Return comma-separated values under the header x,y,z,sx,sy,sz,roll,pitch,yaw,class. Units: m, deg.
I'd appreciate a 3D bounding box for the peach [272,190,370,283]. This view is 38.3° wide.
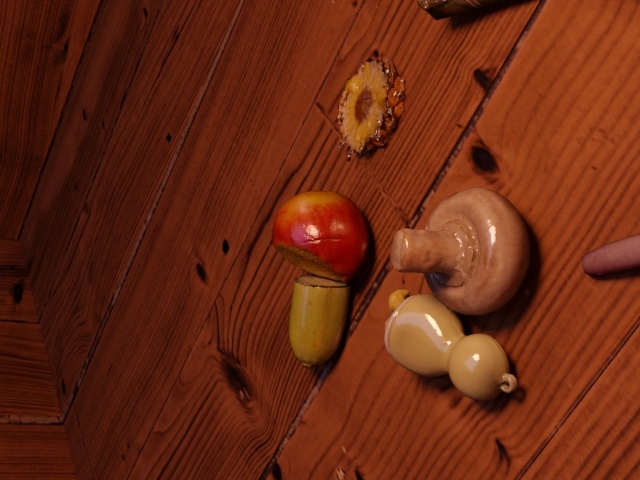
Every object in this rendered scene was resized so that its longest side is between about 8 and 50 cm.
x,y,z,sx,sy,sz,roll,pitch,yaw,class
0.000,0.000,1.801,0.190,0.190,0.192,-43,43,43,peach

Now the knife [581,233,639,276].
x,y,z,sx,sy,sz,roll,pitch,yaw,class
0.456,-0.001,1.242,0.278,0.053,0.123,-20,61,52,knife

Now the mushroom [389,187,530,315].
x,y,z,sx,sy,sz,roll,pitch,yaw,class
0.226,0.005,1.464,0.206,0.209,0.206,-46,22,24,mushroom

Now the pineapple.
x,y,z,sx,sy,sz,roll,pitch,yaw,class
0.098,-0.263,1.849,0.221,0.047,0.221,-26,59,54,pineapple

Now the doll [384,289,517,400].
x,y,z,sx,sy,sz,roll,pitch,yaw,class
0.212,0.177,1.521,0.296,0.117,0.141,27,112,41,doll

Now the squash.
x,y,z,sx,sy,sz,roll,pitch,yaw,class
-0.005,0.163,1.834,0.123,0.123,0.186,12,96,56,squash

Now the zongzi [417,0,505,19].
x,y,z,sx,sy,sz,roll,pitch,yaw,class
0.293,-0.512,1.581,0.241,0.111,0.247,-1,75,38,zongzi
